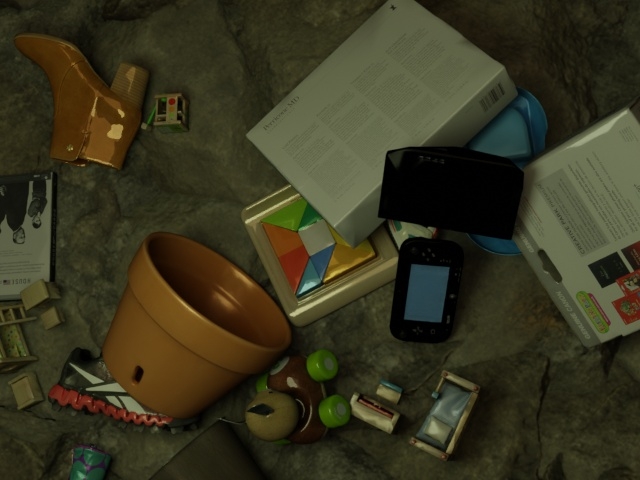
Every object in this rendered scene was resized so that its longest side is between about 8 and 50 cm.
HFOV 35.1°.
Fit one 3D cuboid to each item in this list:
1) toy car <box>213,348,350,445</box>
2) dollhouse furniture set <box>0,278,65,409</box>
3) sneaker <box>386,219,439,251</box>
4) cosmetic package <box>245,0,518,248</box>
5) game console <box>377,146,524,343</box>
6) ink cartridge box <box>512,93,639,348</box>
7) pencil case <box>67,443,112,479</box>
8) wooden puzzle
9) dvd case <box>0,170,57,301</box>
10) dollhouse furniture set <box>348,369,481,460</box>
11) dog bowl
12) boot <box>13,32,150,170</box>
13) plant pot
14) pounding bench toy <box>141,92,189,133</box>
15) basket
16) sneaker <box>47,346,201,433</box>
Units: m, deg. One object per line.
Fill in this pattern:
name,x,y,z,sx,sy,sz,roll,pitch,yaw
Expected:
toy car,-0.076,0.261,1.618,0.155,0.188,0.149,-27,72,39
dollhouse furniture set,-0.519,0.183,1.766,0.161,0.101,0.181,-30,74,22
sneaker,0.174,0.012,1.716,0.075,0.057,0.161,-27,72,10
cosmetic package,0.097,-0.212,1.711,0.377,0.097,0.284,-43,55,1
game console,0.193,0.017,1.611,0.213,0.044,0.361,10,122,8
ink cartridge box,0.458,-0.026,1.567,0.272,0.130,0.309,-31,92,36
pencil case,-0.415,0.427,1.738,0.070,0.064,0.151,20,82,-2
wooden puzzle,0.000,0.000,1.759,0.221,0.044,0.238,-28,75,4
dvd case,-0.579,-0.005,1.878,0.179,0.029,0.238,-4,78,10
dollhouse furniture set,0.150,0.258,1.632,0.184,0.129,0.129,24,84,15
dog bowl,0.309,-0.113,1.709,0.166,0.074,0.297,-9,76,9
boot,-0.471,-0.253,1.872,0.295,0.104,0.211,19,84,12
plant pot,-0.223,0.152,1.664,0.291,0.291,0.203,43,105,16
pounding bench toy,-0.288,-0.236,1.858,0.083,0.052,0.065,-3,78,10
basket,-0.151,0.430,1.638,0.227,0.204,0.154,47,124,8
sneaker,-0.330,0.253,1.741,0.276,0.097,0.135,11,83,14
